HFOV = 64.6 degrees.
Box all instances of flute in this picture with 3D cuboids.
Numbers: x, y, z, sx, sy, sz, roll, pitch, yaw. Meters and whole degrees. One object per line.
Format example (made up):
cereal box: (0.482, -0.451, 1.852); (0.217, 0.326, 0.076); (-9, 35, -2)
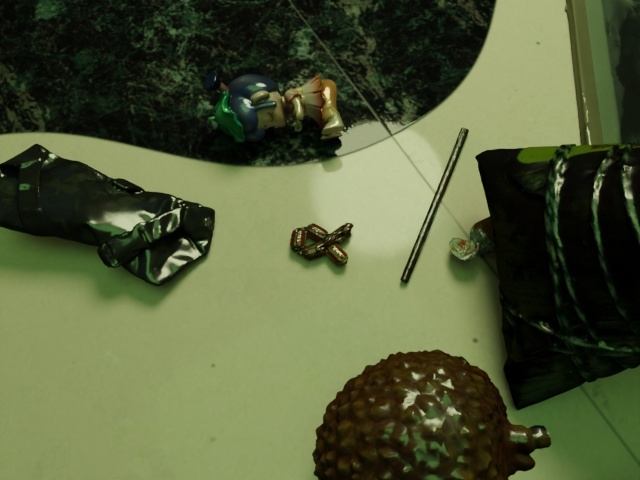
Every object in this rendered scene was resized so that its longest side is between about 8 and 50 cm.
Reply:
flute: (0.166, -0.058, 0.722); (0.014, 0.014, 0.269); (22, 69, 10)

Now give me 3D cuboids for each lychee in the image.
lychee: (0.106, 0.209, 0.514); (0.238, 0.200, 0.200); (-10, 66, 17)

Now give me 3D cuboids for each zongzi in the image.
zongzi: (0.325, 0.002, 0.464); (0.383, 0.362, 0.319); (-16, 82, 27)

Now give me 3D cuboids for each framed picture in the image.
framed picture: (0.568, -0.289, 0.806); (0.326, 0.028, 0.446); (5, 67, 3)

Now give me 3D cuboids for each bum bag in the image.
bum bag: (-0.299, -0.036, 0.686); (0.310, 0.074, 0.137); (19, 56, 3)

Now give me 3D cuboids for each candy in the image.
candy: (0.258, -0.015, 0.685); (0.182, 0.046, 0.053); (-21, 52, -4)

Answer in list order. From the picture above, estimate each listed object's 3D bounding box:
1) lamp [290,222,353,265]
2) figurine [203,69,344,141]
lamp: (0.000, 0.000, 0.692); (0.083, 0.031, 0.063); (7, 66, 9)
figurine: (-0.067, -0.196, 0.747); (0.195, 0.111, 0.102); (-5, 84, -5)
